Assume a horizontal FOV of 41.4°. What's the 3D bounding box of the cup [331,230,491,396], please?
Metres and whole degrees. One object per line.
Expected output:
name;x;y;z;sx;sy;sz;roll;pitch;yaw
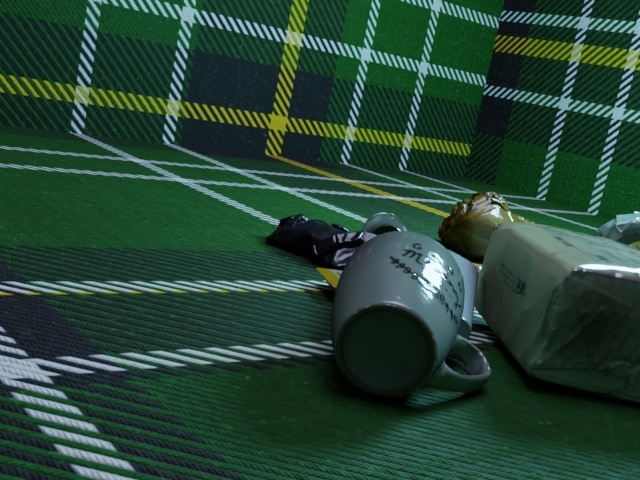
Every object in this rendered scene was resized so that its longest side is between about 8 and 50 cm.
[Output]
cup;0.132;0.130;1.174;0.258;0.186;0.234;38;20;-4

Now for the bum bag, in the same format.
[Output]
bum bag;0.000;0.000;1.869;0.137;0.074;0.310;-27;28;-35

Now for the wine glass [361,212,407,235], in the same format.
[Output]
wine glass;0.147;-0.005;1.948;0.111;0.111;0.204;11;10;0

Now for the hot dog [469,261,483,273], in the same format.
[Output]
hot dog;0.280;0.079;1.759;0.268;0.072;0.115;13;10;0

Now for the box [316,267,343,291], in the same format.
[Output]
box;0.120;0.097;1.614;0.247;0.033;0.129;8;13;-16

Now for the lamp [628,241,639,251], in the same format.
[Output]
lamp;0.743;0.055;2.143;0.161;0.161;0.185;17;11;26

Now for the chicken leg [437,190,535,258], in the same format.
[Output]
chicken leg;0.467;-0.027;2.313;0.409;0.182;0.295;8;-5;-38

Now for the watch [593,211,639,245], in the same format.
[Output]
watch;0.749;0.042;1.950;0.241;0.253;0.162;49;10;-4

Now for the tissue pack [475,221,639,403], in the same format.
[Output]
tissue pack;0.449;0.110;1.417;0.297;0.207;0.380;12;11;-5

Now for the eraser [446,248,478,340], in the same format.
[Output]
eraser;0.166;0.092;1.430;0.189;0.104;0.290;19;19;6
